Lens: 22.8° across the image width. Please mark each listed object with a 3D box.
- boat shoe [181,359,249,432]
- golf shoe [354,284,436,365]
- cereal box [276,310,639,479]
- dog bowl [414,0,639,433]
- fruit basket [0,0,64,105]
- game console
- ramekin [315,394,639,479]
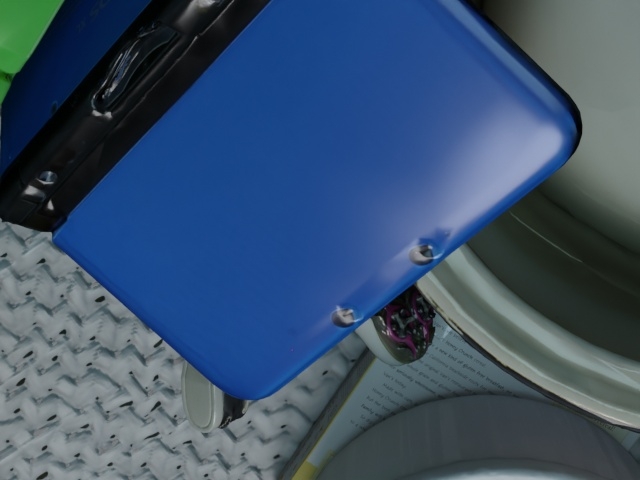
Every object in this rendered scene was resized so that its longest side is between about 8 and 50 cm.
[{"bbox_3d":[-0.063,0.060,1.012,0.046,0.038,0.125,13,109,43],"label":"boat shoe"},{"bbox_3d":[0.000,0.000,0.965,0.086,0.067,0.186,-38,83,39],"label":"golf shoe"},{"bbox_3d":[0.100,0.120,1.019,0.173,0.047,0.240,32,107,-8],"label":"cereal box"},{"bbox_3d":[0.216,-0.109,0.836,0.408,0.150,0.408,4,103,17],"label":"dog bowl"},{"bbox_3d":[-0.323,-0.201,0.834,0.392,0.283,0.392,-6,119,-11],"label":"fruit basket"},{"bbox_3d":[-0.033,-0.099,0.846,0.173,0.250,0.293,21,137,-32],"label":"game console"},{"bbox_3d":[0.101,0.229,0.960,0.277,0.135,0.277,0,111,0],"label":"ramekin"}]
